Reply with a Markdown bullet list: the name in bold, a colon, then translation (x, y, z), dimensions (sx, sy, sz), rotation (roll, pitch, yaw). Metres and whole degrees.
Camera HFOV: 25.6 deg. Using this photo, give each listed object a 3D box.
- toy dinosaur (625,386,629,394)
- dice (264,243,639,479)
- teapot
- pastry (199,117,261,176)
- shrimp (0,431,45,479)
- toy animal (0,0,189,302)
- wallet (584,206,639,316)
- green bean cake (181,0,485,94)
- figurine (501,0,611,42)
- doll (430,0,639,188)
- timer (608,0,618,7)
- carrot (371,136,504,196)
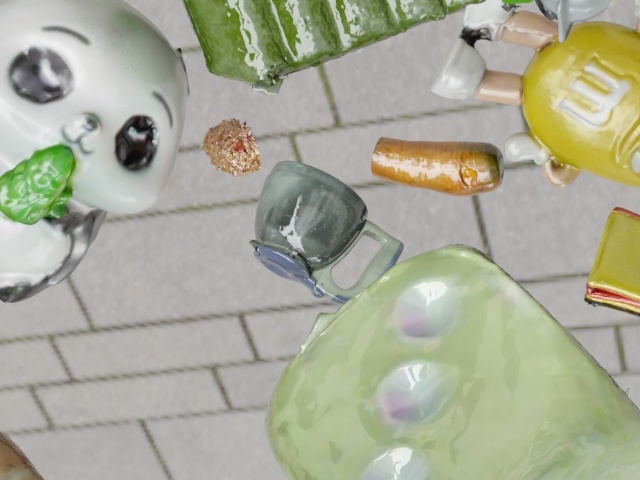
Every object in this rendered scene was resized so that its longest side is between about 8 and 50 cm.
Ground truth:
- **toy dinosaur**: translation (0.407, 0.311, 2.033), dimensions (0.044, 0.187, 0.106), rotation (13, 159, -6)
- **dice**: translation (0.123, 0.174, 1.178), dimensions (0.252, 0.250, 0.254), rotation (-42, 146, -1)
- **teapot**: translation (-0.008, -0.002, 1.434), dimensions (0.149, 0.108, 0.111), rotation (40, 159, -32)
- **pastry**: translation (-0.143, -0.142, 2.207), dimensions (0.063, 0.169, 0.087), rotation (-19, 103, -15)
- **shrimp**: translation (-0.200, 0.130, 0.685), dimensions (0.262, 0.051, 0.198), rotation (46, 135, 17)
- **toy animal**: translation (-0.237, -0.086, 1.210), dimensions (0.213, 0.212, 0.267), rotation (35, 124, -22)
- **wallet**: translation (0.462, 0.050, 1.779), dimensions (0.241, 0.141, 0.067), rotation (18, 147, 8)
- **green bean cake**: translation (0.000, -0.245, 1.169), dimensions (0.250, 0.247, 0.156), rotation (-19, 110, -2)
- **figurine**: translation (0.300, -0.321, 1.682), dimensions (0.126, 0.147, 0.192), rotation (34, 172, 26)
- **doll**: translation (0.366, -0.238, 1.973), dimensions (0.423, 0.161, 0.348), rotation (-2, 109, 4)
- **timer**: translation (0.368, -0.460, 1.837), dimensions (0.175, 0.175, 0.266), rotation (20, 118, -10)
- **carrot**: translation (0.174, -0.109, 2.093), dimensions (0.194, 0.087, 0.087), rotation (3, 132, 15)
